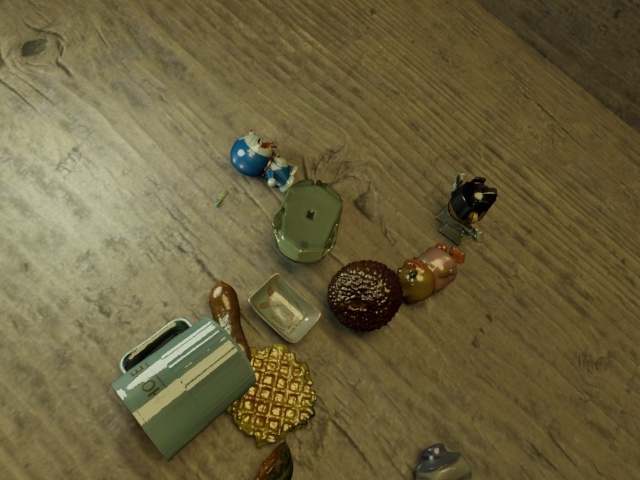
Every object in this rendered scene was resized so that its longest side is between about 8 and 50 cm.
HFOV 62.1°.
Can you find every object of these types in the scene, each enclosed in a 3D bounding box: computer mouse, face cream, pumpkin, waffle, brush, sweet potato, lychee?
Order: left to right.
[{"bbox_3d":[-0.358,-0.153,1.908,0.016,0.013,0.083,27,57,-1],"label":"brush"},{"bbox_3d":[-0.283,0.261,1.661,0.098,0.097,0.291,-11,60,-23],"label":"sweet potato"},{"bbox_3d":[-0.147,0.688,1.446,0.111,0.163,0.278,40,60,6],"label":"pumpkin"},{"bbox_3d":[-0.155,0.464,1.624,0.282,0.058,0.300,-6,64,-21],"label":"waffle"},{"bbox_3d":[-0.047,-0.055,1.883,0.228,0.145,0.428,17,44,-1],"label":"computer mouse"},{"bbox_3d":[0.160,0.173,1.785,0.272,0.271,0.271,8,61,-14],"label":"lychee"},{"bbox_3d":[0.420,0.823,1.599,0.235,0.137,0.420,-16,77,-26],"label":"face cream"}]

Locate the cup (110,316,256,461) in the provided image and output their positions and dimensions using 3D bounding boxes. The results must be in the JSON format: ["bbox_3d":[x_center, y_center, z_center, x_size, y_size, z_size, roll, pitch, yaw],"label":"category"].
[{"bbox_3d":[-0.381,0.394,1.487,0.311,0.331,0.256,-36,107,-24],"label":"cup"}]

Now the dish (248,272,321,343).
[{"bbox_3d":[-0.122,0.232,1.744,0.212,0.077,0.151,42,61,6],"label":"dish"}]

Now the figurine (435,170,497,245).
[{"bbox_3d":[0.555,-0.121,2.033,0.143,0.308,0.308,-19,71,-20],"label":"figurine"}]

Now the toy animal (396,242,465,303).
[{"bbox_3d":[0.376,0.124,1.922,0.281,0.195,0.168,-22,112,-30],"label":"toy animal"}]

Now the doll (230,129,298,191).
[{"bbox_3d":[-0.203,-0.287,1.944,0.257,0.161,0.215,27,30,-16],"label":"doll"}]
